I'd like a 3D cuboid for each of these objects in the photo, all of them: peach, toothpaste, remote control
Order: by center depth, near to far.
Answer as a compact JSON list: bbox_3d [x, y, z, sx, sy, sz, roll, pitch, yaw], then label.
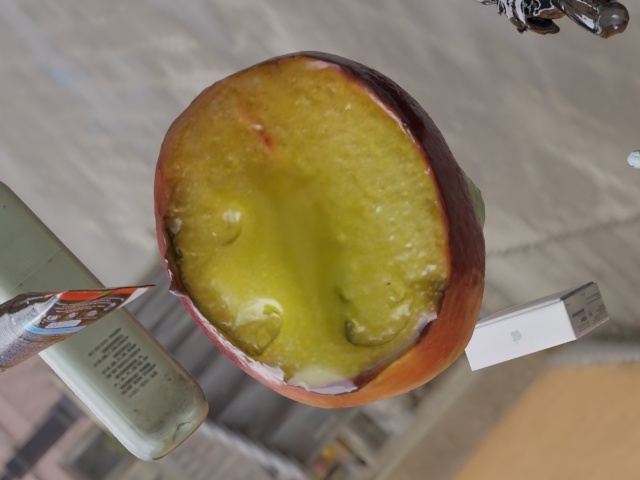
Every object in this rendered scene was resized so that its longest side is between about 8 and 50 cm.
[{"bbox_3d":[-0.190,0.055,1.267,0.193,0.071,0.045,-24,75,47],"label":"toothpaste"},{"bbox_3d":[0.000,0.000,1.578,0.281,0.281,0.338,49,-168,-26],"label":"peach"},{"bbox_3d":[-0.227,0.067,1.721,0.309,0.090,0.038,44,162,9],"label":"remote control"}]

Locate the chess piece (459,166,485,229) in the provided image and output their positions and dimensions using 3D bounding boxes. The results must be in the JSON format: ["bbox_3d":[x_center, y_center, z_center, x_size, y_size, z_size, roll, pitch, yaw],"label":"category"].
[{"bbox_3d":[0.088,-0.065,2.055,0.133,0.133,0.243,37,174,28],"label":"chess piece"}]

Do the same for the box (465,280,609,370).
[{"bbox_3d":[0.242,0.095,2.157,0.130,0.129,0.051,-16,-93,-64],"label":"box"}]

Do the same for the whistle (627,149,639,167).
[{"bbox_3d":[0.216,-0.045,1.062,0.100,0.035,0.035,-1,180,-25],"label":"whistle"}]

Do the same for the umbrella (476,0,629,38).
[{"bbox_3d":[0.189,-0.247,1.743,0.118,0.118,0.340,50,178,-29],"label":"umbrella"}]
